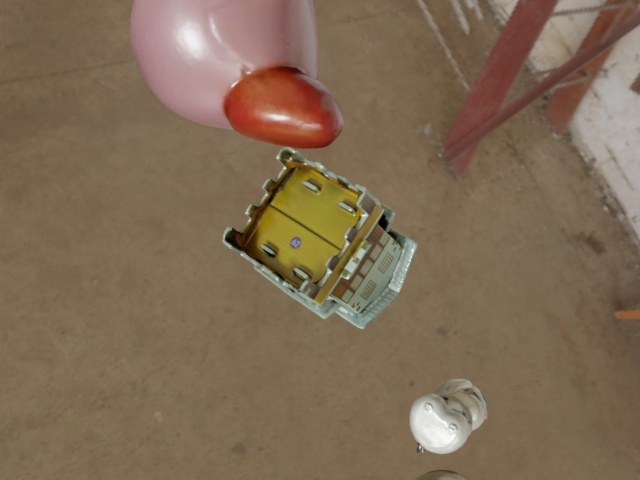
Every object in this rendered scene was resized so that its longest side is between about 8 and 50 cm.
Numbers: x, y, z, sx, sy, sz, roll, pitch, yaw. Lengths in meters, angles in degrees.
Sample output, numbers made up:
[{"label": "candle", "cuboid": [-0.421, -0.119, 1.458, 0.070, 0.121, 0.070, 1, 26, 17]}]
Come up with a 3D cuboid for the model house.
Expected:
[{"label": "model house", "cuboid": [0.000, 0.000, 1.206, 0.198, 0.224, 0.215, -56, 145, -5]}]

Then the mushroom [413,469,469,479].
[{"label": "mushroom", "cuboid": [0.192, 0.425, 0.997, 0.244, 0.243, 0.243, 18, 57, -29]}]

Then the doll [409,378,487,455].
[{"label": "doll", "cuboid": [0.236, 0.313, 1.401, 0.110, 0.106, 0.181, 39, 35, 21]}]

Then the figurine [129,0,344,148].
[{"label": "figurine", "cuboid": [-0.100, -0.215, 0.860, 0.211, 0.269, 0.261, -11, 98, 1]}]
